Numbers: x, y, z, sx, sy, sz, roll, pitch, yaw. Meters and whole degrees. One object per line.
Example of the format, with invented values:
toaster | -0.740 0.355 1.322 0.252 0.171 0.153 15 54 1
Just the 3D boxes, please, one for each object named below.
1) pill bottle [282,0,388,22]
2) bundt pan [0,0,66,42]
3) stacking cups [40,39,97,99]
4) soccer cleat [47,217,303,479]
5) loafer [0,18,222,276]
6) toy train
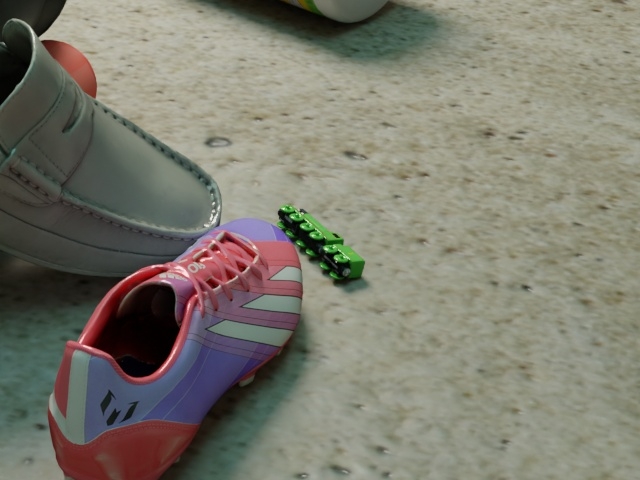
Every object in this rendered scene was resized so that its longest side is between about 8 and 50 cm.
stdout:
pill bottle | -0.052 -0.284 1.327 0.246 0.136 0.136 24 37 29
bundt pan | -0.314 -0.159 1.033 0.331 0.124 0.331 -15 15 4
stacking cups | -0.237 -0.044 0.974 0.096 0.096 0.316 17 30 19
soccer cleat | -0.070 0.039 0.841 0.083 0.095 0.248 15 33 16
loafer | -0.181 -0.066 0.881 0.319 0.111 0.112 20 42 -35
toy train | 0.000 0.000 0.988 0.024 0.017 0.083 -5 31 -33
